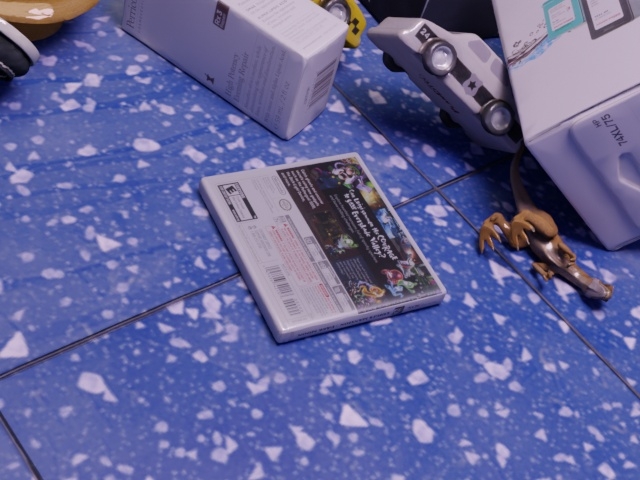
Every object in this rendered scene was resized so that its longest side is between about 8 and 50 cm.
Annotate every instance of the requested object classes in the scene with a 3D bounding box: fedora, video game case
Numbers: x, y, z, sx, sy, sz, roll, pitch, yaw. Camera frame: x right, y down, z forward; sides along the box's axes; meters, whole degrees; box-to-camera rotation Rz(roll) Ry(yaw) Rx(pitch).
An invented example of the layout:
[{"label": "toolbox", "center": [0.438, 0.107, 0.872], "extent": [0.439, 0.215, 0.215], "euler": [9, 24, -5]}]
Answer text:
[{"label": "fedora", "center": [-0.314, -0.262, 1.101], "extent": [0.194, 0.079, 0.194], "euler": [9, 47, -10]}, {"label": "video game case", "center": [0.000, 0.000, 1.006], "extent": [0.173, 0.022, 0.190], "euler": [-12, 53, -26]}]

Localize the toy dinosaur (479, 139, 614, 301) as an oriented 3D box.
[{"label": "toy dinosaur", "center": [0.210, -0.017, 1.076], "extent": [0.112, 0.064, 0.211], "euler": [-1, 56, -43]}]

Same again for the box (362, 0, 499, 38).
[{"label": "box", "center": [0.135, -0.316, 1.289], "extent": [0.156, 0.093, 0.158], "euler": [-16, 57, -30]}]

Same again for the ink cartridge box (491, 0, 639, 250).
[{"label": "ink cartridge box", "center": [0.315, -0.173, 1.096], "extent": [0.198, 0.197, 0.270], "euler": [43, 32, -39]}]

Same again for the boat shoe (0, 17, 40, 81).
[{"label": "boat shoe", "center": [-0.434, -0.200, 0.989], "extent": [0.340, 0.127, 0.113], "euler": [23, 75, -7]}]

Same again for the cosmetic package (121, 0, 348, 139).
[{"label": "cosmetic package", "center": [-0.092, -0.220, 1.111], "extent": [0.231, 0.117, 0.085], "euler": [34, 49, 15]}]

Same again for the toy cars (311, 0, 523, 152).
[{"label": "toy cars", "center": [0.063, -0.235, 1.129], "extent": [0.393, 0.176, 0.087], "euler": [36, 84, 15]}]
